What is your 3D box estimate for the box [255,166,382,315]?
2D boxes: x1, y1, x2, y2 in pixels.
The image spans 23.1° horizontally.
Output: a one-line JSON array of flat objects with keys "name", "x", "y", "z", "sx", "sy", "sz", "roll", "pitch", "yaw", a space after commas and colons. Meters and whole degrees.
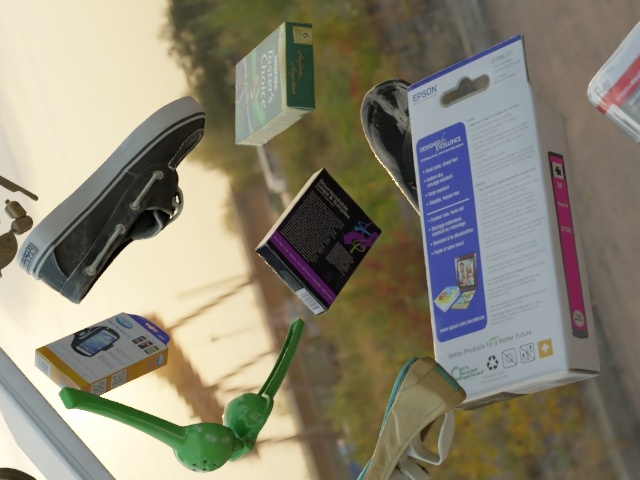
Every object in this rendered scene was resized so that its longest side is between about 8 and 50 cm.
[{"name": "box", "x": 0.000, "y": 0.000, "z": 1.954, "sx": 0.116, "sy": 0.029, "sz": 0.162, "roll": 48, "pitch": -131, "yaw": -12}]

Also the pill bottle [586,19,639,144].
[{"name": "pill bottle", "x": 0.364, "y": -0.084, "z": 1.224, "sx": 0.283, "sy": 0.161, "sz": 0.161, "roll": 41, "pitch": 176, "yaw": 6}]

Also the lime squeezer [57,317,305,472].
[{"name": "lime squeezer", "x": -0.097, "y": 0.152, "z": 1.421, "sx": 0.110, "sy": 0.310, "sz": 0.059, "roll": 47, "pitch": 126, "yaw": 22}]

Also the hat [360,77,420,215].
[{"name": "hat", "x": 0.206, "y": -0.088, "z": 1.912, "sx": 0.331, "sy": 0.134, "sz": 0.331, "roll": 46, "pitch": 164, "yaw": 17}]

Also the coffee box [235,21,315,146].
[{"name": "coffee box", "x": -0.059, "y": -0.193, "z": 1.954, "sx": 0.184, "sy": 0.040, "sz": 0.113, "roll": 156, "pitch": 115, "yaw": -65}]

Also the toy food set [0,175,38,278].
[{"name": "toy food set", "x": -0.375, "y": -0.016, "z": 1.798, "sx": 0.019, "sy": 0.078, "sz": 0.122, "roll": -51, "pitch": 12, "yaw": 51}]

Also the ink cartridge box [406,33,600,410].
[{"name": "ink cartridge box", "x": 0.189, "y": -0.017, "z": 1.676, "sx": 0.069, "sy": 0.175, "sz": 0.371, "roll": 8, "pitch": -112, "yaw": -43}]

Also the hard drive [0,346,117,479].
[{"name": "hard drive", "x": -0.310, "y": 0.283, "z": 1.946, "sx": 0.307, "sy": 0.040, "sz": 0.203, "roll": 40, "pitch": 155, "yaw": 37}]

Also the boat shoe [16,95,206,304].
[{"name": "boat shoe", "x": -0.151, "y": -0.031, "z": 1.270, "sx": 0.070, "sy": 0.219, "sz": 0.078, "roll": 37, "pitch": 147, "yaw": 6}]

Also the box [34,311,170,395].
[{"name": "box", "x": -0.229, "y": 0.123, "z": 1.684, "sx": 0.081, "sy": 0.136, "sz": 0.028, "roll": 35, "pitch": 129, "yaw": 33}]

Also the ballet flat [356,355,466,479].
[{"name": "ballet flat", "x": 0.085, "y": 0.218, "z": 1.576, "sx": 0.073, "sy": 0.080, "sz": 0.232, "roll": 33, "pitch": 132, "yaw": 17}]

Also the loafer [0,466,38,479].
[{"name": "loafer", "x": -0.315, "y": 0.310, "z": 1.731, "sx": 0.148, "sy": 0.056, "sz": 0.050, "roll": 42, "pitch": -160, "yaw": -6}]
